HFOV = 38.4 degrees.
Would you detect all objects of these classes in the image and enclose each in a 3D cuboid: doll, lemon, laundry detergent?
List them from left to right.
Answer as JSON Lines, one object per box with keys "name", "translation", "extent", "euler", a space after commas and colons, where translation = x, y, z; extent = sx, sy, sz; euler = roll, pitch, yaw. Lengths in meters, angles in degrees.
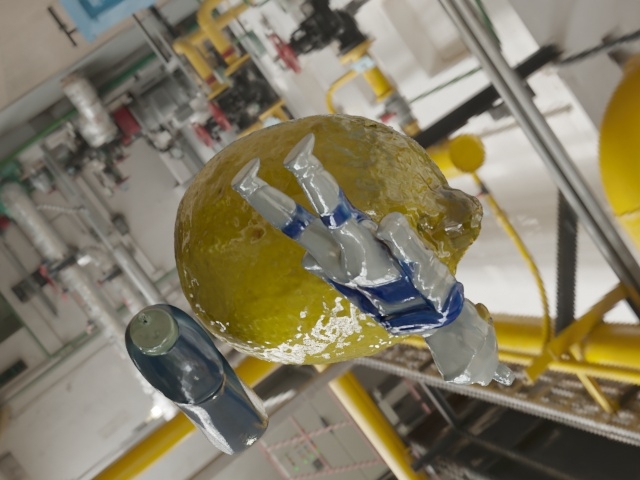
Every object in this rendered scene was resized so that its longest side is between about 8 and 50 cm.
{"name": "laundry detergent", "translation": [-0.105, 0.110, 0.762], "extent": [0.061, 0.096, 0.206], "euler": [-37, 149, -8]}
{"name": "lemon", "translation": [0.000, 0.000, 0.887], "extent": [0.320, 0.245, 0.245], "euler": [-10, -160, 27]}
{"name": "doll", "translation": [0.045, 0.023, 0.604], "extent": [0.114, 0.227, 0.057], "euler": [-20, -150, 56]}
